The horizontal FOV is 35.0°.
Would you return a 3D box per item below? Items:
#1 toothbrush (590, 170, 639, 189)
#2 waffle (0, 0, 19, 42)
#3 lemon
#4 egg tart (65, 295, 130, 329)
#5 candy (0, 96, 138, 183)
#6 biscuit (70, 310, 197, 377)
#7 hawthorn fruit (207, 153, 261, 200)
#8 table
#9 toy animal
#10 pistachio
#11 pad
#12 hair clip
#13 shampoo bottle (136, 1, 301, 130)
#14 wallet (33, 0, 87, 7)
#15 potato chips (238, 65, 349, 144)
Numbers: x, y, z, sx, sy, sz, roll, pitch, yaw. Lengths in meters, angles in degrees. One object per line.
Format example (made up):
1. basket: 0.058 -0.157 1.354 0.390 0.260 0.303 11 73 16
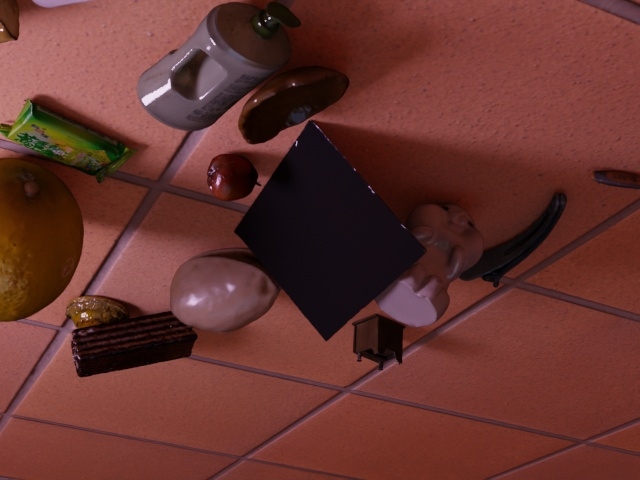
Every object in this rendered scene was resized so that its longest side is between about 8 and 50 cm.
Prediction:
1. toothbrush: 0.548 -0.069 1.507 0.321 0.023 0.031 8 144 -10
2. waffle: -0.476 -0.314 1.136 0.168 0.057 0.274 -6 150 18
3. lemon: -0.471 -0.014 1.517 0.240 0.240 0.219 16 129 -22
4. egg tart: -0.441 0.153 2.004 0.130 0.052 0.130 1 150 0
5. candy: -0.366 -0.142 1.466 0.178 0.032 0.102 26 144 -35
6. biscuit: -0.361 0.200 1.990 0.252 0.070 0.106 -10 156 -20
7. hawthorn fruit: -0.131 -0.093 1.495 0.077 0.077 0.077 3 152 1
8. table: 0.114 0.203 1.999 0.083 0.082 0.070 26 144 -34
9. toy animal: 0.163 0.040 1.574 0.127 0.193 0.178 31 142 3
10. pistachio: -0.168 0.090 1.783 0.223 0.126 0.152 -10 113 23
11. pad: 0.000 0.000 1.548 0.247 0.007 0.367 49 147 6
12. hair clip: 0.327 -0.003 1.646 0.083 0.048 0.275 16 144 -19
13. shampoo bottle: -0.117 -0.221 1.234 0.118 0.087 0.234 15 150 -35
14. wallet: -0.316 -0.329 1.116 0.095 0.033 0.190 -7 151 16
15. potato chips: -0.040 -0.181 1.291 0.150 0.049 0.202 -26 178 -5
